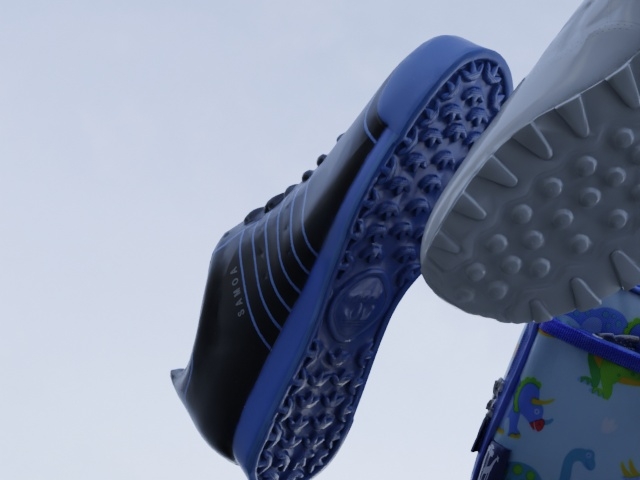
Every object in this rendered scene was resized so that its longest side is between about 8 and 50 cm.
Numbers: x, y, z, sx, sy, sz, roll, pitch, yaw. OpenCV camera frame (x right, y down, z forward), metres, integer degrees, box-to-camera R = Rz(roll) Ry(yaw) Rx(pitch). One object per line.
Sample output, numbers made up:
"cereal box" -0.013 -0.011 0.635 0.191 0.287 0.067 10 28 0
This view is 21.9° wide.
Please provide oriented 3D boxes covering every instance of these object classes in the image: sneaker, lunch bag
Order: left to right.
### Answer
"sneaker" 0.000 0.000 0.761 0.081 0.232 0.090 13 21 -48
"sneaker" 0.127 -0.065 0.667 0.090 0.095 0.235 37 -75 -26
"lunch bag" 0.196 0.111 0.857 0.219 0.090 0.176 24 -78 14
